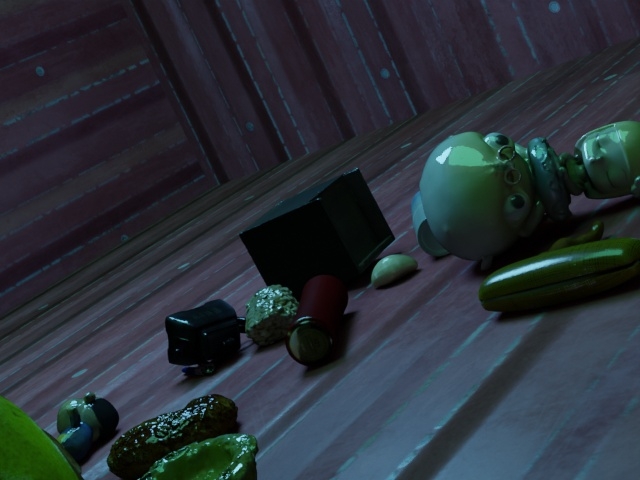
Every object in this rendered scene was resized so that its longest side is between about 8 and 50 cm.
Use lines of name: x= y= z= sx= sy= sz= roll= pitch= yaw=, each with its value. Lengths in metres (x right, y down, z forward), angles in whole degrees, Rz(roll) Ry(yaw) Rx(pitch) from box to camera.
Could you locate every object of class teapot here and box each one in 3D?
teapot: x=-0.183 y=0.162 z=1.978 sx=0.177 sy=0.087 sz=0.096 roll=-17 pitch=22 yaw=-41

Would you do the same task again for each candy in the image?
candy: x=-0.080 y=0.127 z=1.981 sx=0.095 sy=0.085 sz=0.110 roll=-30 pitch=19 yaw=20

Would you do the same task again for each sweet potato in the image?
sweet potato: x=0.339 y=0.016 z=1.640 sx=0.179 sy=0.044 sz=0.044 roll=-25 pitch=8 yaw=-40

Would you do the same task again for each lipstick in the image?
lipstick: x=-0.003 y=0.120 z=1.814 sx=0.080 sy=0.080 sz=0.241 roll=-23 pitch=10 yaw=11

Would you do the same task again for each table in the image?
table: x=0.000 y=0.000 z=2.141 sx=0.193 sy=0.172 sz=0.169 roll=-23 pitch=11 yaw=34

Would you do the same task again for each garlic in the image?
garlic: x=0.123 y=0.049 z=1.975 sx=0.083 sy=0.041 sz=0.053 roll=-20 pitch=-31 yaw=-2

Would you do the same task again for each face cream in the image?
face cream: x=0.203 y=-0.036 z=2.103 sx=0.077 sy=0.077 sz=0.250 roll=-24 pitch=11 yaw=8

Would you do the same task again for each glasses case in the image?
glasses case: x=0.307 y=0.045 z=1.508 sx=0.234 sy=0.064 sz=0.079 roll=-18 pitch=5 yaw=39

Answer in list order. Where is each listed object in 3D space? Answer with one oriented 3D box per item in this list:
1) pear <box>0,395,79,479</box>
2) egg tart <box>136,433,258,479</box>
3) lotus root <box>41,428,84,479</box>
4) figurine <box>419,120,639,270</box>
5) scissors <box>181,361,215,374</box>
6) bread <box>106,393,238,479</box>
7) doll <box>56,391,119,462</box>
pear: x=-0.471 y=0.304 z=1.452 sx=0.286 sy=0.282 sz=0.176 roll=-23 pitch=2 yaw=12
egg tart: x=-0.143 y=0.292 z=1.299 sx=0.197 sy=0.078 sz=0.197 roll=-26 pitch=11 yaw=6
lotus root: x=-0.443 y=0.311 z=1.641 sx=0.188 sy=0.180 sz=0.199 roll=-22 pitch=11 yaw=39
figurine: x=0.359 y=-0.090 z=1.833 sx=0.394 sy=0.227 sz=0.274 roll=-17 pitch=-17 yaw=10
scissors: x=-0.201 y=0.215 z=1.982 sx=0.039 sy=0.012 sz=0.113 roll=-30 pitch=12 yaw=-22
bread: x=-0.204 y=0.266 z=1.614 sx=0.193 sy=0.064 sz=0.193 roll=-25 pitch=7 yaw=3
doll: x=-0.381 y=0.296 z=1.831 sx=0.089 sy=0.102 sz=0.179 roll=26 pitch=28 yaw=17
